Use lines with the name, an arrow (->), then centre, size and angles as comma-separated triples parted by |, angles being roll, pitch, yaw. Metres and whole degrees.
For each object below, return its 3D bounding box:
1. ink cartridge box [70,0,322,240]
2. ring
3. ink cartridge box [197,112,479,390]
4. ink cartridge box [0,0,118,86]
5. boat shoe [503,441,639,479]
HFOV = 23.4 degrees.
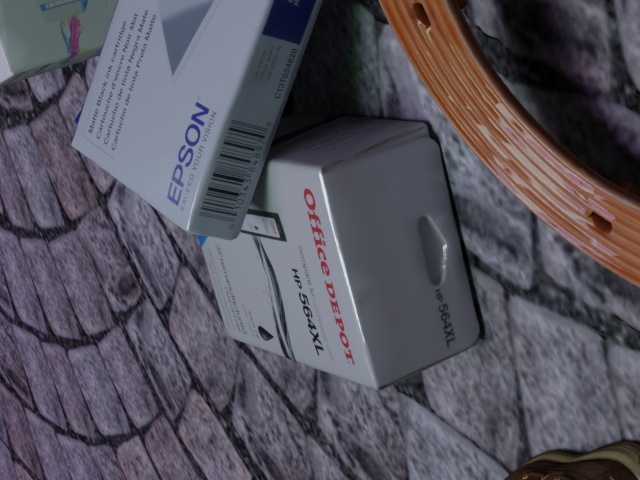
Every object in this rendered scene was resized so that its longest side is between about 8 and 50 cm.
ink cartridge box -> -0.091, -0.143, 0.996 | 0.224, 0.045, 0.223 | 33, 108, 48
ring -> 0.132, -0.103, 0.670 | 0.336, 0.032, 0.336 | 41, 156, 23
ink cartridge box -> 0.000, 0.000, 1.009 | 0.203, 0.086, 0.148 | 11, 120, 60
ink cartridge box -> -0.222, -0.179, 1.217 | 0.092, 0.143, 0.090 | -10, 102, 64
boat shoe -> 0.135, 0.162, 0.913 | 0.064, 0.060, 0.178 | 64, 154, 7
